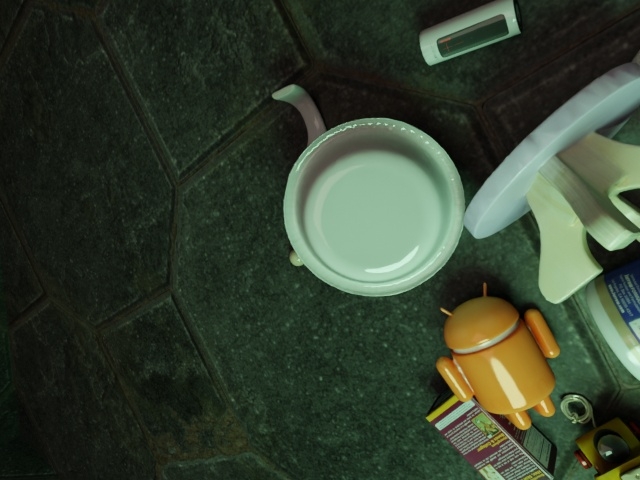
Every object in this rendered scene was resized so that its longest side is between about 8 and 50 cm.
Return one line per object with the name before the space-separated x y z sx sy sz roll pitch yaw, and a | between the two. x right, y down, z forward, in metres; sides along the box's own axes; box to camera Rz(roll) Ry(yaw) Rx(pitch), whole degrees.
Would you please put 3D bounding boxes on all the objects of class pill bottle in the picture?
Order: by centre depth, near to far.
pill bottle | 0.483 0.059 0.515 0.265 0.153 0.153 -38 82 35

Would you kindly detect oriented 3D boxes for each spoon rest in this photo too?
spoon rest | -0.014 -0.146 0.820 0.137 0.084 0.276 -8 98 39

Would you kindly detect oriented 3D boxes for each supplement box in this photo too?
supplement box | 0.296 0.336 0.764 0.188 0.081 0.104 45 123 15

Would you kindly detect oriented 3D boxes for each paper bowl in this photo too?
paper bowl | 0.082 -0.048 0.693 0.285 0.148 0.283 2 104 7

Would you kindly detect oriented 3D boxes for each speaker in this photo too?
speaker | 0.217 -0.306 0.642 0.136 0.055 0.055 -8 100 34

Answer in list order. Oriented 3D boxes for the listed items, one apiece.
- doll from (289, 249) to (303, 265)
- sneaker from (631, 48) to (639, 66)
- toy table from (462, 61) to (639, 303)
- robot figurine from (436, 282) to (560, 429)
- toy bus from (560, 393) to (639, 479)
doll | 0.000 0.000 0.879 0.189 0.046 0.129 -37 74 36
sneaker | 0.437 -0.294 0.495 0.232 0.091 0.115 -64 36 41
toy table | 0.333 -0.056 0.546 0.160 0.252 0.274 56 138 27
robot figurine | 0.284 0.183 0.701 0.158 0.128 0.219 -31 87 38
toy bus | 0.435 0.328 0.603 0.202 0.104 0.190 7 72 32
